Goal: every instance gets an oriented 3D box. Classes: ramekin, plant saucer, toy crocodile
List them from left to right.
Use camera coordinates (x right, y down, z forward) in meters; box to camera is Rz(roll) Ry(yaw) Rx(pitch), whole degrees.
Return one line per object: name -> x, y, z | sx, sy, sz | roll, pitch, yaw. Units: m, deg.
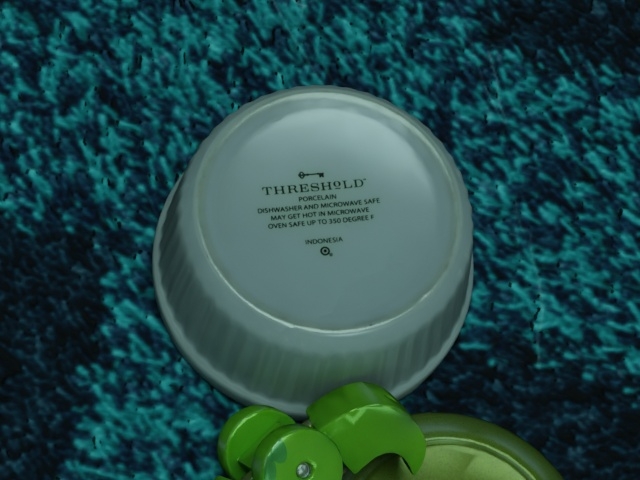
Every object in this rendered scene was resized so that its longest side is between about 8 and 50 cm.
toy crocodile -> -0.069, 0.224, 1.321 | 0.340, 0.115, 0.105 | -41, 107, -14
ramekin -> 0.000, 0.000, 1.423 | 0.273, 0.127, 0.272 | 2, 67, -6
plant saucer -> 0.100, 0.243, 1.380 | 0.241, 0.037, 0.241 | 2, 67, -6
